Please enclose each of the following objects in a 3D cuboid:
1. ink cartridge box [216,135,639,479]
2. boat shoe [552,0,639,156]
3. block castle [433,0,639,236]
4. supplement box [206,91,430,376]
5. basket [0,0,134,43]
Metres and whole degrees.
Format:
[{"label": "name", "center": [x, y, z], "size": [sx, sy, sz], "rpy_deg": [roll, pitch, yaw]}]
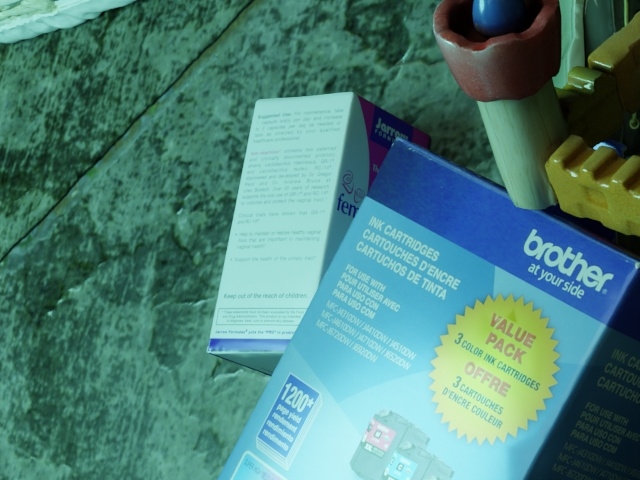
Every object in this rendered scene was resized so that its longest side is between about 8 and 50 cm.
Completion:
[{"label": "ink cartridge box", "center": [0.119, 0.104, 1.465], "size": [0.270, 0.151, 0.395], "rpy_deg": [30, 92, 44]}, {"label": "boat shoe", "center": [0.219, -0.169, 1.542], "size": [0.081, 0.069, 0.227], "rpy_deg": [119, 160, -67]}, {"label": "block castle", "center": [0.325, -0.126, 1.237], "size": [0.303, 0.213, 0.453], "rpy_deg": [-41, 41, -24]}, {"label": "supplement box", "center": [0.000, 0.000, 1.633], "size": [0.114, 0.111, 0.220], "rpy_deg": [-3, 72, 40]}, {"label": "basket", "center": [-0.280, -0.411, 1.943], "size": [0.328, 0.266, 0.331], "rpy_deg": [-13, 67, 37]}]
